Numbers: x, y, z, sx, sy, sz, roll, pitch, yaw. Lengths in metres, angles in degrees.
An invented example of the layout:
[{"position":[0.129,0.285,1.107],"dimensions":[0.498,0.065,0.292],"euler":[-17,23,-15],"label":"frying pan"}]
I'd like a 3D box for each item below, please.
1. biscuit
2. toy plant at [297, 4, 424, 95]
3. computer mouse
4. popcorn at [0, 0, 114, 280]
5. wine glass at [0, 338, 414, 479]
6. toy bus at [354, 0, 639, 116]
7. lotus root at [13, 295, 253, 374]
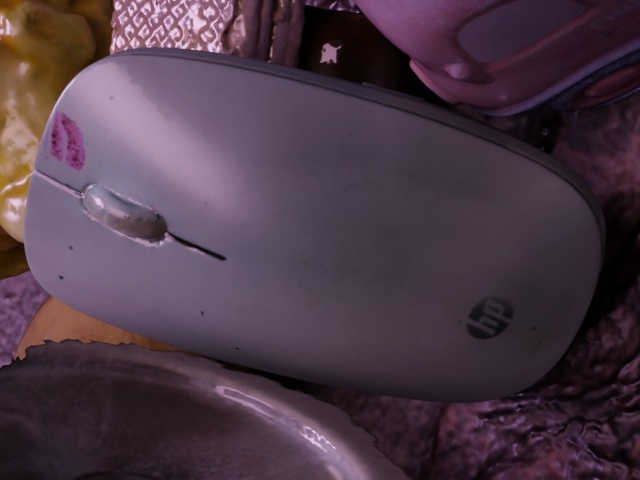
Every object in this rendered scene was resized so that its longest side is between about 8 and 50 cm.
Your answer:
[{"position":[-0.050,-0.172,0.954],"dimensions":[0.108,0.062,0.239],"euler":[10,94,42],"label":"biscuit"},{"position":[0.009,-0.043,0.993],"dimensions":[0.093,0.093,0.162],"euler":[13,100,33],"label":"toy plant"},{"position":[0.001,0.003,0.899],"dimensions":[0.097,0.288,0.159],"euler":[-104,29,-57],"label":"computer mouse"},{"position":[-0.194,-0.073,1.076],"dimensions":[0.235,0.181,0.217],"euler":[-46,70,35],"label":"popcorn"},{"position":[-0.108,0.233,0.858],"dimensions":[0.238,0.238,0.323],"euler":[30,111,29],"label":"wine glass"},{"position":[0.113,-0.188,0.832],"dimensions":[0.294,0.232,0.197],"euler":[-29,77,31],"label":"toy bus"},{"position":[-0.124,0.181,1.045],"dimensions":[0.169,0.151,0.342],"euler":[-135,56,-73],"label":"lotus root"}]
